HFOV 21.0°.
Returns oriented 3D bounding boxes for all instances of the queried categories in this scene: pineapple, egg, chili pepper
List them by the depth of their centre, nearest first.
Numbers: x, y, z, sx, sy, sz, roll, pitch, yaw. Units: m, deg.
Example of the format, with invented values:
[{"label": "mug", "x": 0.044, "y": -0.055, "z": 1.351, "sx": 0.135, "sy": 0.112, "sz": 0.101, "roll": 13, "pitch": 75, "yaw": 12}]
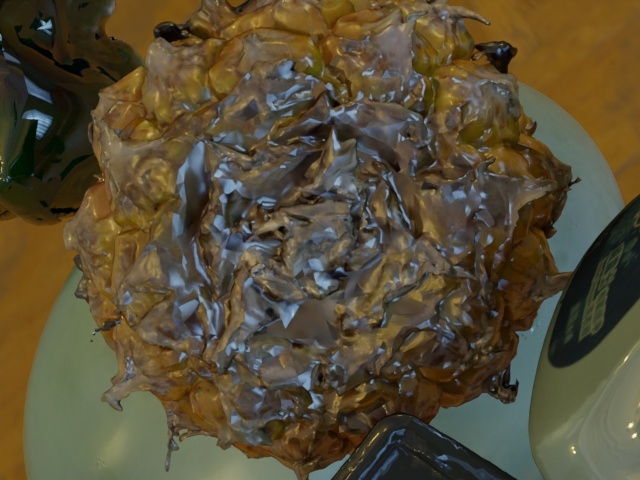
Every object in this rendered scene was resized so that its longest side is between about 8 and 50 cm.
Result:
[{"label": "pineapple", "x": 0.000, "y": 0.000, "z": 0.664, "sx": 0.225, "sy": 0.225, "sz": 0.076, "roll": -45, "pitch": 11, "yaw": 11}, {"label": "egg", "x": -0.002, "y": 0.064, "z": 0.959, "sx": 0.389, "sy": 0.276, "sz": 0.276, "roll": -42, "pitch": 50, "yaw": 19}, {"label": "chili pepper", "x": -0.270, "y": -0.119, "z": 1.419, "sx": 0.233, "sy": 0.256, "sz": 0.248, "roll": -33, "pitch": 92, "yaw": 21}]

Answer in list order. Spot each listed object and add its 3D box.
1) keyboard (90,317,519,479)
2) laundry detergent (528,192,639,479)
[{"label": "keyboard", "x": 0.065, "y": 0.143, "z": 0.635, "sx": 0.103, "sy": 0.381, "sz": 0.041, "roll": -52, "pitch": 14, "yaw": 13}, {"label": "laundry detergent", "x": 0.199, "y": -0.023, "z": 0.562, "sx": 0.280, "sy": 0.105, "sz": 0.215, "roll": -44, "pitch": 3, "yaw": 40}]
